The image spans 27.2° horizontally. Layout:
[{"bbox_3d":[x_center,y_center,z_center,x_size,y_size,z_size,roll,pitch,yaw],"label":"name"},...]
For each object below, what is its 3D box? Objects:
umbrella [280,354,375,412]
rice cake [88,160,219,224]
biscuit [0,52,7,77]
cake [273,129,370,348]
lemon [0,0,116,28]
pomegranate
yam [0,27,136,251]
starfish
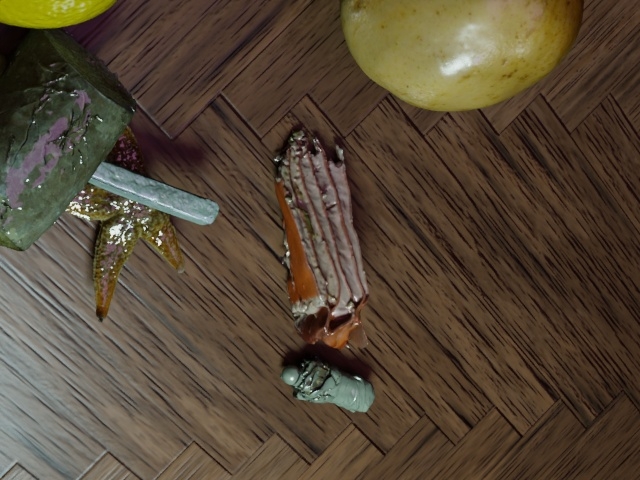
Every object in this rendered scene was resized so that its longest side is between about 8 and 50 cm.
[{"bbox_3d":[0.009,0.195,1.794,0.143,0.062,0.067,17,130,-31],"label":"umbrella"},{"bbox_3d":[-0.216,-0.063,1.553,0.207,0.033,0.033,21,79,-23],"label":"rice cake"},{"bbox_3d":[-0.436,-0.160,1.459,0.273,0.036,0.187,34,92,-31],"label":"biscuit"},{"bbox_3d":[-0.006,0.001,1.704,0.098,0.135,0.287,-8,92,-18],"label":"cake"},{"bbox_3d":[-0.312,-0.344,1.331,0.320,0.245,0.245,17,100,-31],"label":"lemon"},{"bbox_3d":[0.170,-0.292,1.557,0.307,0.307,0.307,-9,112,-23],"label":"pomegranate"},{"bbox_3d":[-0.311,-0.107,1.434,0.154,0.154,0.254,40,82,-31],"label":"yam"},{"bbox_3d":[-0.259,-0.041,1.583,0.138,0.050,0.247,-29,107,-17],"label":"starfish"}]
